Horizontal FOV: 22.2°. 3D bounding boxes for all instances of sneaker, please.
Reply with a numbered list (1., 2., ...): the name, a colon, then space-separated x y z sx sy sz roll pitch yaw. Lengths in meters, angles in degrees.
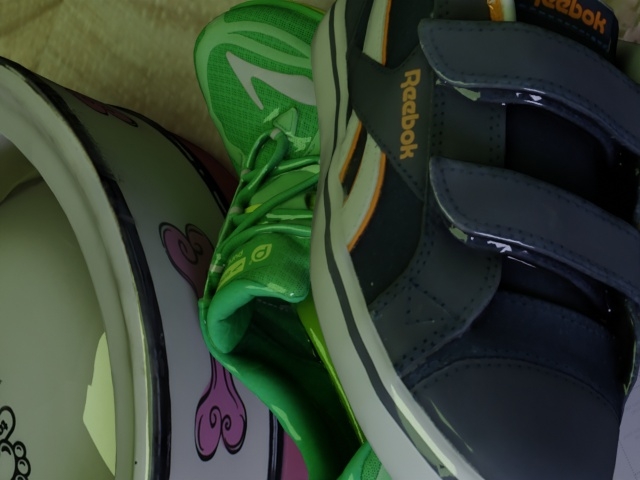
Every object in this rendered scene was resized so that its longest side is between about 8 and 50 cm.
1. sneaker: 0.000 0.000 0.784 0.109 0.123 0.296 -42 60 37
2. sneaker: 0.071 -0.030 0.662 0.127 0.126 0.321 -46 37 32

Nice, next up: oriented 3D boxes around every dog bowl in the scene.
1. dog bowl: -0.167 0.098 0.936 0.408 0.150 0.408 -3 86 45

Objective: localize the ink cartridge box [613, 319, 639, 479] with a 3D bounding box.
1. ink cartridge box: 0.188 0.116 0.629 0.109 0.062 0.209 -40 60 39
